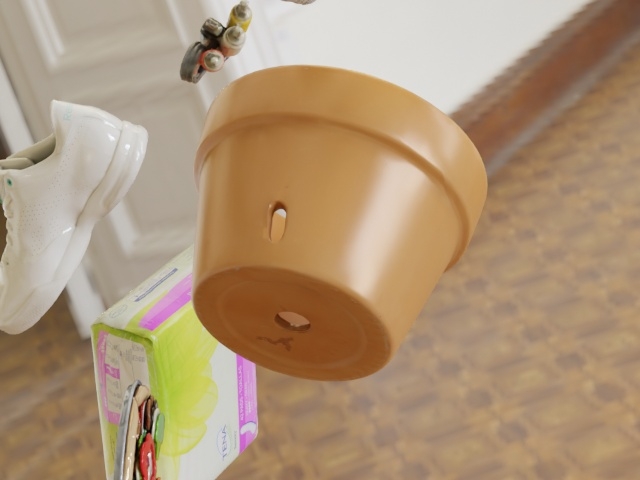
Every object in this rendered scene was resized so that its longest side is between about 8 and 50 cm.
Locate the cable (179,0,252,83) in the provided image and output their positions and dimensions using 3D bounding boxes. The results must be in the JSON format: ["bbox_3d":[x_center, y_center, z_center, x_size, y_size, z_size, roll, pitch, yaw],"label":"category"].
[{"bbox_3d":[-0.150,-0.273,2.530,0.139,0.072,0.287,-59,-3,-6],"label":"cable"}]

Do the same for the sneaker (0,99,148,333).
[{"bbox_3d":[-0.221,-0.023,1.311,0.212,0.094,0.080,-55,22,25],"label":"sneaker"}]

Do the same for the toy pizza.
[{"bbox_3d":[-0.169,0.233,1.607,0.032,0.201,0.201,1,18,1],"label":"toy pizza"}]

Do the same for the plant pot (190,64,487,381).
[{"bbox_3d":[0.000,0.000,1.631,0.291,0.291,0.203,-8,49,33],"label":"plant pot"}]

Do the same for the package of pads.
[{"bbox_3d":[-0.175,0.180,2.085,0.101,0.296,0.229,15,34,27],"label":"package of pads"}]

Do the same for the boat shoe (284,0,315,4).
[{"bbox_3d":[-0.052,-0.296,1.569,0.063,0.184,0.066,0,-27,-33],"label":"boat shoe"}]
